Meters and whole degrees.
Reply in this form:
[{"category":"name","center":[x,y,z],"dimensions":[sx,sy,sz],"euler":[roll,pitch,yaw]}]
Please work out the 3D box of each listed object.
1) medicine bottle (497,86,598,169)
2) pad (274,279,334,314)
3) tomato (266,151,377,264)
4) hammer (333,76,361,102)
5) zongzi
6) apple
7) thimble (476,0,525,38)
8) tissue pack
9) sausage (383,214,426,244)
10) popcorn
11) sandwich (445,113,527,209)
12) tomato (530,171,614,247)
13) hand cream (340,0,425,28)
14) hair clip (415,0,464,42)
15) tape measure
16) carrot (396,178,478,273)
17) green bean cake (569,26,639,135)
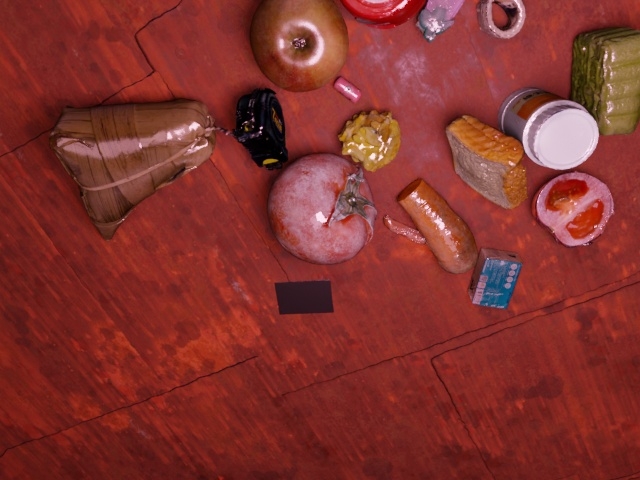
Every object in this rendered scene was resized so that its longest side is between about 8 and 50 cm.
[{"category":"medicine bottle","center":[0.557,-0.284,1.243],"dimensions":[0.158,0.318,0.158],"euler":[2,115,5]},{"category":"pad","center":[-0.054,0.192,1.678],"dimensions":[0.190,0.004,0.127],"euler":[-3,113,7]},{"category":"tomato","center":[0.006,-0.087,1.383],"dimensions":[0.282,0.317,0.317],"euler":[-19,113,40]},{"category":"hammer","center":[0.075,-0.416,1.376],"dimensions":[0.083,0.043,0.043],"euler":[36,112,-9]},{"category":"zongzi","center":[-0.469,-0.199,1.491],"dimensions":[0.499,0.218,0.467],"euler":[-7,143,-7]},{"category":"apple","center":[-0.056,-0.499,1.248],"dimensions":[0.256,0.234,0.257],"euler":[2,117,4]},{"category":"thimble","center":[0.453,-0.566,1.251],"dimensions":[0.115,0.090,0.102],"euler":[37,112,-12]},{"category":"tissue pack","center":[0.540,0.117,1.551],"dimensions":[0.119,0.082,0.169],"euler":[9,114,0]},{"category":"sausage","center":[0.262,-0.031,1.535],"dimensions":[0.157,0.036,0.042],"euler":[26,89,-6]},{"category":"popcorn","center":[0.136,-0.279,1.385],"dimensions":[0.173,0.142,0.174],"euler":[-4,129,-5]},{"category":"sandwich","center":[0.433,-0.203,1.306],"dimensions":[0.087,0.226,0.251],"euler":[-42,148,0]},{"category":"tomato","center":[0.709,-0.101,1.426],"dimensions":[0.199,0.112,0.228],"euler":[-40,104,12]},{"category":"hand cream","center":[0.149,-0.633,1.190],"dimensions":[0.230,0.149,0.230],"euler":[4,105,16]},{"category":"hair clip","center":[0.367,-0.655,1.233],"dimensions":[0.359,0.110,0.095],"euler":[-49,142,17]},{"category":"tape measure","center":[-0.161,-0.312,1.366],"dimensions":[0.112,0.199,0.186],"euler":[-5,69,14]},{"category":"carrot","center":[0.355,-0.038,1.469],"dimensions":[0.138,0.139,0.302],"euler":[-36,104,18]},{"category":"green bean cake","center":[0.711,-0.391,1.237],"dimensions":[0.124,0.222,0.248],"euler":[-11,116,8]}]
